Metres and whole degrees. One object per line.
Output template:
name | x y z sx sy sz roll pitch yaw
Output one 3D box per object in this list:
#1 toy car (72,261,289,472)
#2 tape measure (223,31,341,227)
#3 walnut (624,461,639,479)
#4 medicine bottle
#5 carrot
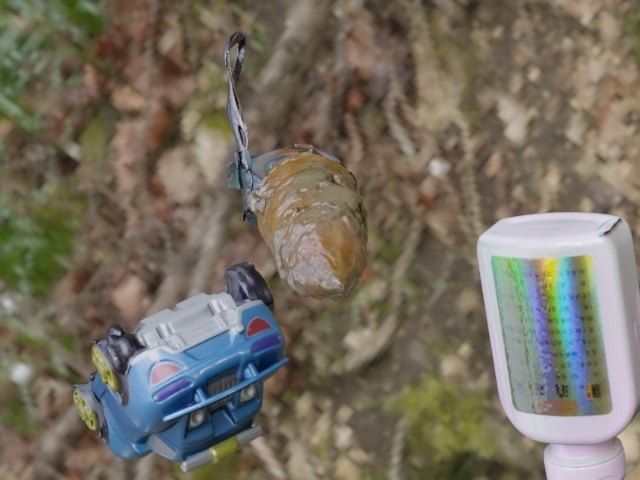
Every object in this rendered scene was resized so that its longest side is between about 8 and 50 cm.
toy car | -0.137 0.156 1.850 0.198 0.166 0.314 -24 -13 -22
tape measure | -0.033 -0.101 1.615 0.104 0.107 0.180 -122 26 -76
walnut | 0.434 0.375 1.799 0.383 0.383 0.383 -51 10 12
medicine bottle | 0.193 0.089 1.370 0.115 0.219 0.078 -1 19 29
carrot | 0.000 0.000 1.422 0.102 0.102 0.263 -51 14 9
